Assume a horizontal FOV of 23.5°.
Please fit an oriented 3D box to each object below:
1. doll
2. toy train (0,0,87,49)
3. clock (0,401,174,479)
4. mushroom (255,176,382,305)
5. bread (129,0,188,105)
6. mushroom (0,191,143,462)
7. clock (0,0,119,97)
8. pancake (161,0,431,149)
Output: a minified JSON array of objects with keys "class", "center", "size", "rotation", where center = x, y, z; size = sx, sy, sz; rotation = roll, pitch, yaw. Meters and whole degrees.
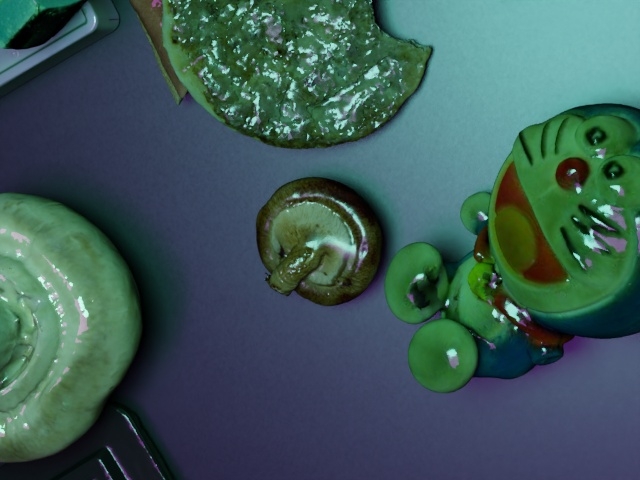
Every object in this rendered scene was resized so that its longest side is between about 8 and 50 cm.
[{"class":"doll","center":[0.213,0.003,1.333],"size":[0.322,0.186,0.199],"rotation":[-37,55,36]},{"class":"toy train","center":[-0.234,-0.320,1.354],"size":[0.298,0.120,0.194],"rotation":[-37,87,39]},{"class":"clock","center":[-0.246,0.339,1.596],"size":[0.279,0.049,0.273],"rotation":[-33,87,19]},{"class":"mushroom","center":[0.000,0.000,1.444],"size":[0.127,0.087,0.127],"rotation":[4,104,17]},{"class":"bread","center":[-0.131,-0.238,1.458],"size":[0.119,0.067,0.192],"rotation":[-24,90,20]},{"class":"mushroom","center":[-0.302,0.087,1.476],"size":[0.254,0.234,0.260],"rotation":[-19,92,16]},{"class":"clock","center":[-0.316,-0.232,1.518],"size":[0.197,0.063,0.150],"rotation":[-27,90,19]},{"class":"pancake","center":[-0.024,-0.202,1.405],"size":[0.253,0.037,0.254],"rotation":[-1,106,-4]}]
